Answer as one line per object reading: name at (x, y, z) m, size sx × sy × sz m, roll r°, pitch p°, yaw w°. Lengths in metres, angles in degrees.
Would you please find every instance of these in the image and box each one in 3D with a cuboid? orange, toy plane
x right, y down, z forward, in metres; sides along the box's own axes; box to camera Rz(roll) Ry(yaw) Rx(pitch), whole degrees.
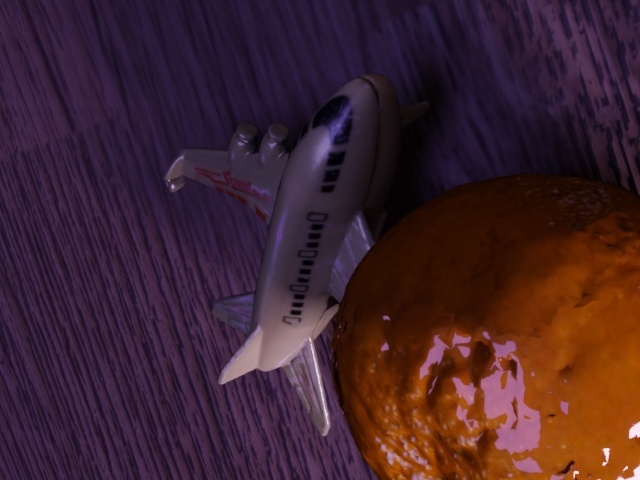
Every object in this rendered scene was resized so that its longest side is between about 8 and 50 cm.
orange at (0.101, 0.058, 0.607) m, size 0.193 × 0.161 × 0.193 m, roll 32°, pitch 138°, yaw 34°
toy plane at (0.000, 0.000, 0.736) m, size 0.229 × 0.092 × 0.244 m, roll 47°, pitch 136°, yaw 23°
